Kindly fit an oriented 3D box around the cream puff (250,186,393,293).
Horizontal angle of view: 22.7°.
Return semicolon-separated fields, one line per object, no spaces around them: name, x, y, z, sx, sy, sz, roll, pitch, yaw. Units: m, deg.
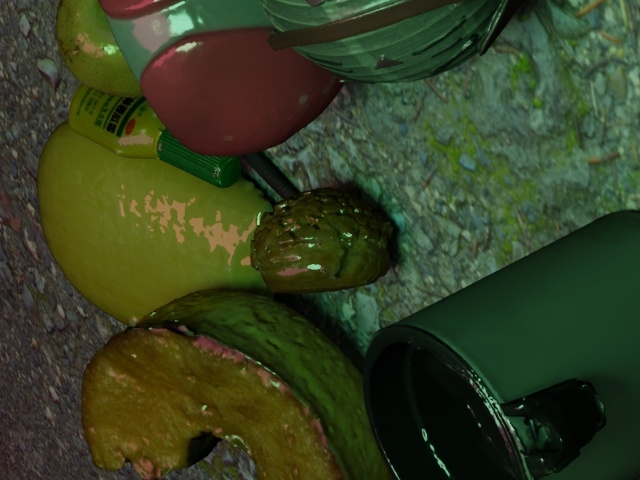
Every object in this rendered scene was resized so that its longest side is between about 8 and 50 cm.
cream puff;0.000;0.000;1.737;0.165;0.150;0.115;-5;91;22

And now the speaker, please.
speaker;-0.092;-0.224;1.581;0.294;0.294;0.294;39;142;39

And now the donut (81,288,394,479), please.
donut;-0.071;0.236;1.934;0.435;0.163;0.378;41;137;8

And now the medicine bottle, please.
medicine bottle;-0.202;-0.132;1.963;0.260;0.095;0.064;28;166;31

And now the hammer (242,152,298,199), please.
hammer;-0.078;-0.101;1.906;0.246;0.029;0.103;45;146;31

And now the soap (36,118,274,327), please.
soap;-0.210;-0.002;2.090;0.427;0.115;0.306;24;130;30

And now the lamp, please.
lamp;0.061;-0.244;1.364;0.265;0.233;0.233;-5;108;44

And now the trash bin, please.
trash bin;0.201;0.120;1.359;0.277;0.262;0.217;-12;102;62

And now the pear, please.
pear;-0.234;-0.252;1.919;0.178;0.178;0.178;39;142;39
